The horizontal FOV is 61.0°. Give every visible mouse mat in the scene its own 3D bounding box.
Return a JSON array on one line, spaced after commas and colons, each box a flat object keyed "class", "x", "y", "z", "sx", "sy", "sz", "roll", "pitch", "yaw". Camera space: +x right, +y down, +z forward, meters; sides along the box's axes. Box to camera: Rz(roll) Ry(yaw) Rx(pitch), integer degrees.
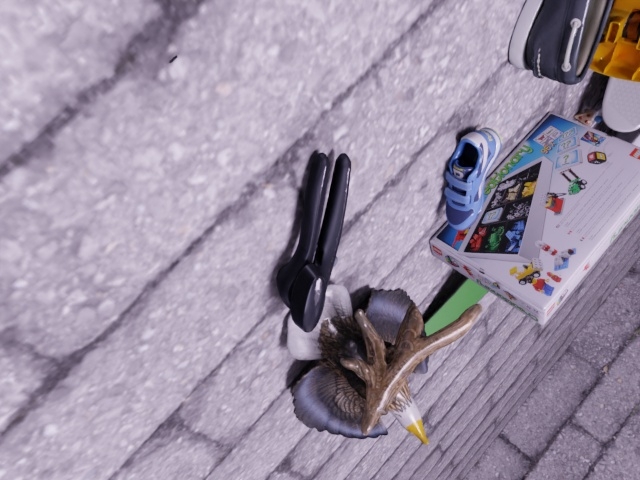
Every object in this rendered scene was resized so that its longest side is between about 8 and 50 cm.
[{"class": "mouse mat", "x": 0.244, "y": 0.125, "z": 0.989, "sx": 0.189, "sy": 0.007, "sz": 0.152, "roll": -49, "pitch": 149, "yaw": 17}]

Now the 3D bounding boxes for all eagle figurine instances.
[{"class": "eagle figurine", "x": 0.072, "y": 0.176, "z": 0.733, "sx": 0.226, "sy": 0.225, "sz": 0.298, "roll": -3, "pitch": 171, "yaw": -3}]

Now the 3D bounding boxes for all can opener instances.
[{"class": "can opener", "x": 0.000, "y": 0.000, "z": 0.557, "sx": 0.059, "sy": 0.073, "sz": 0.186, "roll": -2, "pitch": 113, "yaw": -41}]

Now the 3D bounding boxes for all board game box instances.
[{"class": "board game box", "x": 0.336, "y": -0.046, "z": 0.806, "sx": 0.305, "sy": 0.193, "sz": 0.053, "roll": -45, "pitch": 146, "yaw": -13}]

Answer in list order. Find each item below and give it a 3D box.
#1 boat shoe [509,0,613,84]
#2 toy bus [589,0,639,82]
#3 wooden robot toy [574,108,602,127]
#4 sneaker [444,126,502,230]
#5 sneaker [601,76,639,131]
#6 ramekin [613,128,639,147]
[{"class": "boat shoe", "x": 0.318, "y": -0.331, "z": 0.614, "sx": 0.114, "sy": 0.091, "sz": 0.302, "roll": -24, "pitch": 137, "yaw": -38}, {"class": "toy bus", "x": 0.466, "y": -0.358, "z": 0.729, "sx": 0.211, "sy": 0.149, "sz": 0.220, "roll": -42, "pitch": 144, "yaw": -26}, {"class": "wooden robot toy", "x": 0.437, "y": -0.153, "z": 0.956, "sx": 0.076, "sy": 0.079, "sz": 0.173, "roll": 145, "pitch": -51, "yaw": -84}, {"class": "sneaker", "x": 0.193, "y": -0.080, "z": 0.728, "sx": 0.059, "sy": 0.053, "sz": 0.144, "roll": -15, "pitch": 123, "yaw": -45}, {"class": "sneaker", "x": 0.552, "y": -0.326, "z": 0.920, "sx": 0.147, "sy": 0.104, "sz": 0.295, "roll": -16, "pitch": 124, "yaw": -66}, {"class": "ramekin", "x": 0.683, "y": -0.208, "z": 1.061, "sx": 0.277, "sy": 0.135, "sz": 0.277, "roll": -53, "pitch": 169, "yaw": -16}]
